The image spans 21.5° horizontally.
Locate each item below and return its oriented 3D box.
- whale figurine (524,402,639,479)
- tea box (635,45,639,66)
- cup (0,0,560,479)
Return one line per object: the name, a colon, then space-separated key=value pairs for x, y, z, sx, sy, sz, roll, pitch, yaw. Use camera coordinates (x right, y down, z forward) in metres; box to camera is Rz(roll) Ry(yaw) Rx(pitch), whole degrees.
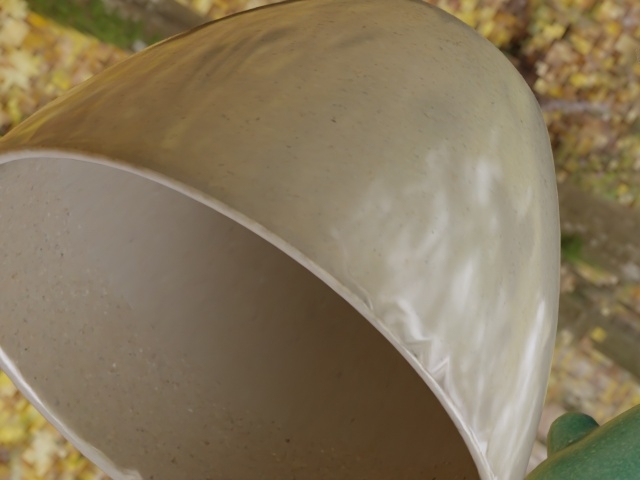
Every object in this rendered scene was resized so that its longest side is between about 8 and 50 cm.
whale figurine: x=0.239 y=0.167 z=1.165 sx=0.272 sy=0.216 sz=0.141 roll=-53 pitch=140 yaw=-7
tea box: x=0.523 y=-0.091 z=1.581 sx=0.324 sy=0.329 sz=0.220 roll=-12 pitch=169 yaw=-19
cup: x=0.000 y=0.000 z=0.914 sx=0.237 sy=0.331 sz=0.331 roll=-53 pitch=161 yaw=-32
